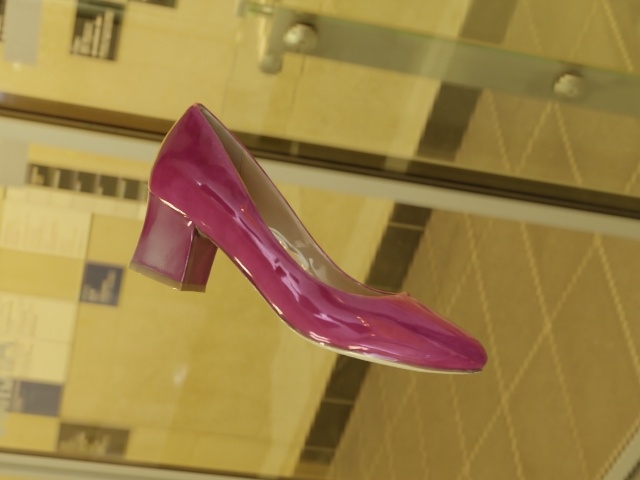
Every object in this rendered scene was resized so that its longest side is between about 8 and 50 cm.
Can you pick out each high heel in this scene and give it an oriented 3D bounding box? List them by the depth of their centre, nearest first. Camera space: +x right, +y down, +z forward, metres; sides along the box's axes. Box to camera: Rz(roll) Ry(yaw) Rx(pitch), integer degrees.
[{"bbox_3d":[0.000,0.000,0.722,0.082,0.244,0.117,13,-84,-69],"label":"high heel"}]
